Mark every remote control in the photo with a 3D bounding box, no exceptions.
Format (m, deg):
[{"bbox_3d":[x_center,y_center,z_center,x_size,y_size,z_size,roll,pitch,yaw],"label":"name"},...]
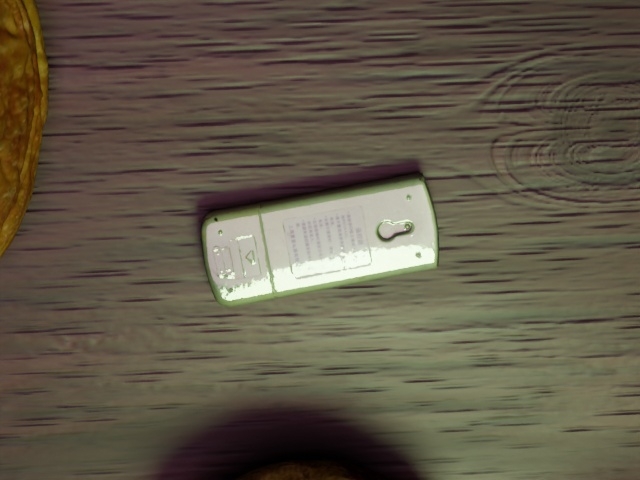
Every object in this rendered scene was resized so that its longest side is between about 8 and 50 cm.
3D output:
[{"bbox_3d":[0.000,0.000,1.529,0.233,0.038,0.098,-11,102,-1],"label":"remote control"}]

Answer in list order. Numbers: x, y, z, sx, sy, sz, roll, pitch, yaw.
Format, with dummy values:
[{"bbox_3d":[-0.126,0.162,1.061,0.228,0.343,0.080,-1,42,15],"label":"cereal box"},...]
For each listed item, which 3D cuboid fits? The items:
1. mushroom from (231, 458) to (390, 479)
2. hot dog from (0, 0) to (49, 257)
[{"bbox_3d":[-0.002,0.376,1.527,0.345,0.239,0.345,-9,114,-22],"label":"mushroom"},{"bbox_3d":[-0.392,-0.118,1.424,0.267,0.174,0.388,7,110,-2],"label":"hot dog"}]
